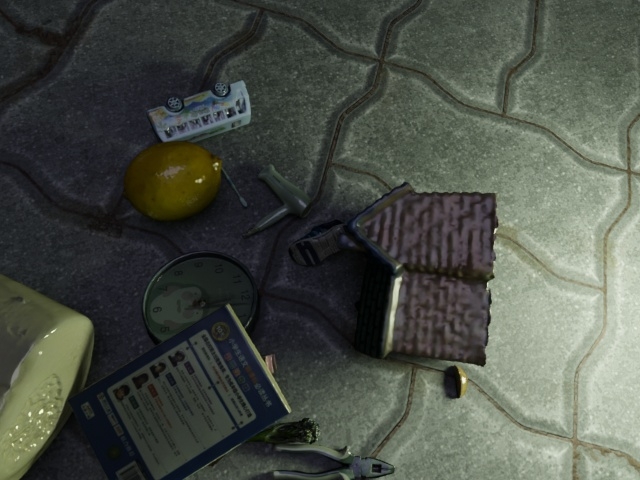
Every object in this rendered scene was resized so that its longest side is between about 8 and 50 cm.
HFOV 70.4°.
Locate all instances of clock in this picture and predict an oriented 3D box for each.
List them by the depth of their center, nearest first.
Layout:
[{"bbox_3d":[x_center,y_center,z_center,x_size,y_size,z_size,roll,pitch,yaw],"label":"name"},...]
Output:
[{"bbox_3d":[-0.325,0.171,1.249,0.319,0.066,0.318,3,56,-4],"label":"clock"}]

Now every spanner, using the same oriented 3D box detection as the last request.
[{"bbox_3d":[0.033,0.584,1.186,0.325,0.040,0.095,7,69,-4],"label":"spanner"}]

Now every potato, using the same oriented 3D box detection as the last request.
[{"bbox_3d":[0.410,0.406,1.307,0.036,0.037,0.093,4,68,-11],"label":"potato"}]

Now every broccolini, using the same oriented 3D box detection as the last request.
[{"bbox_3d":[-0.099,0.495,1.178,0.203,0.091,0.068,0,103,-6],"label":"broccolini"}]

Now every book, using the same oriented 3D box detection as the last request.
[{"bbox_3d":[-0.325,0.381,1.052,0.428,0.039,0.299,-30,84,-4],"label":"book"}]

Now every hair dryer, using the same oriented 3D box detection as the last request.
[{"bbox_3d":[-0.169,-0.102,1.421,0.206,0.075,0.237,42,78,16],"label":"hair dryer"}]

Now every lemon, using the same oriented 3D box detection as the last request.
[{"bbox_3d":[-0.424,-0.171,1.314,0.264,0.236,0.235,5,69,-13],"label":"lemon"}]

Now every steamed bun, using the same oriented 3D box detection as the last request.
[{"bbox_3d":[-0.762,0.327,1.046,0.372,0.290,0.455,20,74,13],"label":"steamed bun"}]

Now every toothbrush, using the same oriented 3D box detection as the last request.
[{"bbox_3d":[-0.292,-0.192,1.451,0.016,0.019,0.219,-30,75,-19],"label":"toothbrush"}]

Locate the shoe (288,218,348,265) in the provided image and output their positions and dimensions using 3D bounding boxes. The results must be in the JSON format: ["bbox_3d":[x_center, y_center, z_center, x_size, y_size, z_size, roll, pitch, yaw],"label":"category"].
[{"bbox_3d":[0.000,0.000,1.382,0.207,0.106,0.091,-26,118,1],"label":"shoe"}]

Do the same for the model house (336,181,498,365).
[{"bbox_3d":[0.247,0.100,1.258,0.401,0.395,0.444,4,82,8],"label":"model house"}]

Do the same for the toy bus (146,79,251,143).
[{"bbox_3d":[-0.383,-0.409,1.479,0.330,0.109,0.135,-24,84,-15],"label":"toy bus"}]

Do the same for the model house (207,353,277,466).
[{"bbox_3d":[-0.263,0.428,1.151,0.327,0.169,0.244,-8,78,-6],"label":"model house"}]
